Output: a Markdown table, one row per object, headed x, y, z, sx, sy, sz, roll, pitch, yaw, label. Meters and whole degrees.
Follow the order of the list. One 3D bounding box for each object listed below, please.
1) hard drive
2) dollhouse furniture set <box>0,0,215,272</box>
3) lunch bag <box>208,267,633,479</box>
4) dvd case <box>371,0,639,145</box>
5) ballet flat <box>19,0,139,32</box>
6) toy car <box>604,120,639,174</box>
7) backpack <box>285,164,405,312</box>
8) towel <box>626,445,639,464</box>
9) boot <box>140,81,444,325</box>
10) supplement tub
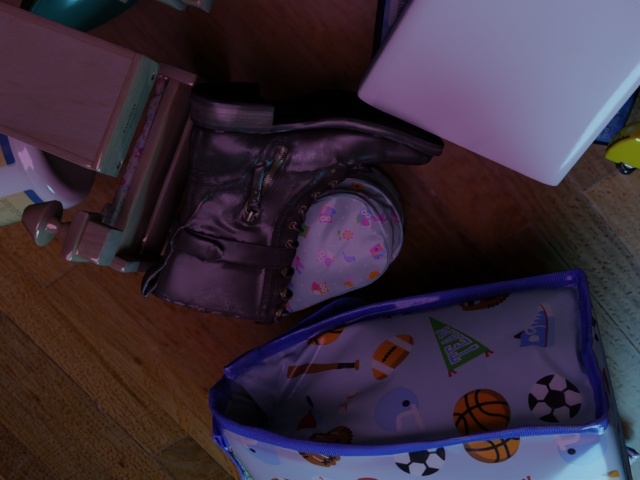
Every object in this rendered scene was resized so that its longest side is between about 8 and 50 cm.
| x | y | z | sx | sy | sz | roll | pitch | yaw | label |
| --- | --- | --- | --- | --- | --- | --- | --- | --- | --- |
| 0.192 | -0.197 | 1.086 | 0.210 | 0.040 | 0.319 | 23 | 135 | -10 | hard drive |
| -0.197 | -0.141 | 1.222 | 0.174 | 0.355 | 0.303 | 22 | 92 | 11 | dollhouse furniture set |
| 0.112 | 0.223 | 1.302 | 0.385 | 0.239 | 0.328 | -12 | 129 | 13 | lunch bag |
| 0.173 | -0.165 | 1.199 | 0.253 | 0.022 | 0.180 | 10 | 150 | 3 | dvd case |
| -0.165 | -0.291 | 1.188 | 0.280 | 0.096 | 0.095 | -31 | 144 | 15 | ballet flat |
| 0.403 | -0.064 | 1.189 | 0.225 | 0.053 | 0.239 | -8 | 149 | 31 | toy car |
| 0.000 | 0.000 | 1.316 | 0.182 | 0.115 | 0.152 | -21 | 112 | 16 | backpack |
| 0.190 | 0.230 | 1.466 | 0.285 | 0.034 | 0.209 | 34 | 122 | -9 | towel |
| -0.029 | -0.026 | 1.216 | 0.263 | 0.091 | 0.229 | 7 | 113 | -8 | boot |
| -0.346 | -0.082 | 1.306 | 0.199 | 0.144 | 0.144 | -14 | 117 | 17 | supplement tub |
